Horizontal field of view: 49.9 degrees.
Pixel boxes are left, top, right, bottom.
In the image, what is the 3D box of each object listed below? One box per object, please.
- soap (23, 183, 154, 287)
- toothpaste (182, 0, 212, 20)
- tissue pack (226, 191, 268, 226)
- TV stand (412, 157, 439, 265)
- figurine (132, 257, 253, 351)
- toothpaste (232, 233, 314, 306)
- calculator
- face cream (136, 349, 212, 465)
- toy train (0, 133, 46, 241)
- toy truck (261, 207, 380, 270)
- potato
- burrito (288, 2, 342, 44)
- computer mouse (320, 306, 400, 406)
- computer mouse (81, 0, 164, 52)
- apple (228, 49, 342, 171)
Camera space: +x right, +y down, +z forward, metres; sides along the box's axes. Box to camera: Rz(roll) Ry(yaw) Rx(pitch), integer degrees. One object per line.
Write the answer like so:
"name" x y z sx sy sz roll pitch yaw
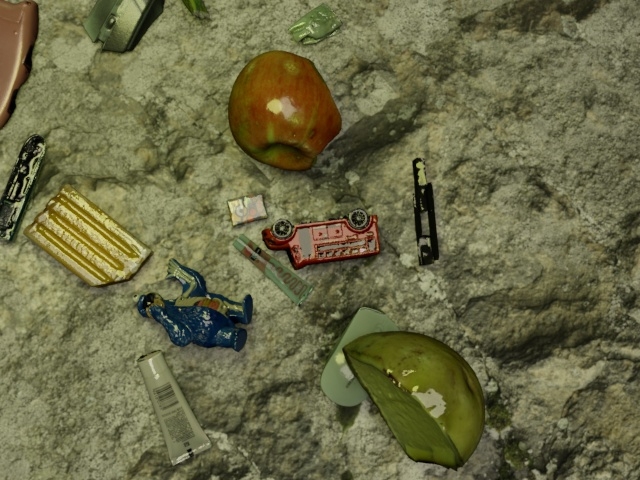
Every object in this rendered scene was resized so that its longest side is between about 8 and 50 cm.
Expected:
"soap" -0.490 0.004 1.467 0.232 0.073 0.140 39 83 -4
"toothpaste" -0.322 -0.599 1.540 0.047 0.078 0.248 -32 88 21
"tissue pack" -0.163 -0.069 1.539 0.083 0.035 0.063 -13 88 -11
"TV stand" 0.241 -0.067 1.596 0.042 0.036 0.249 -4 87 -7
"figurine" -0.271 0.161 1.473 0.262 0.120 0.164 23 56 16
"toothpaste" -0.108 0.063 1.539 0.205 0.036 0.056 40 80 -8
"calculator" -0.736 -0.386 1.471 0.220 0.048 0.329 15 86 -9
"face cream" -0.321 0.355 1.480 0.092 0.058 0.243 -23 95 -15
"toy train" -0.637 -0.114 1.465 0.052 0.051 0.233 19 80 -7
"toy truck" 0.000 0.000 1.521 0.253 0.107 0.114 -9 87 -9
"potato" 0.245 0.305 1.417 0.213 0.280 0.330 -38 107 -19
"burrito" -0.013 -0.491 1.586 0.118 0.044 0.074 -34 95 -13
"computer mouse" 0.091 0.261 1.535 0.128 0.079 0.231 33 79 -8
"computer mouse" -0.428 -0.516 1.512 0.126 0.071 0.231 35 83 -4
"apple" -0.072 -0.280 1.464 0.246 0.246 0.226 9 71 -8
